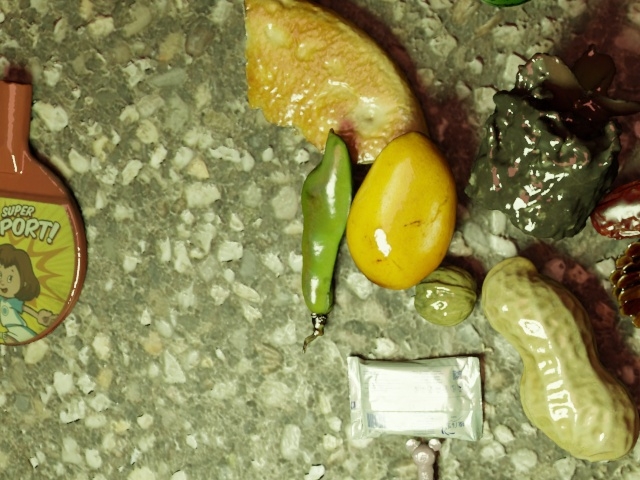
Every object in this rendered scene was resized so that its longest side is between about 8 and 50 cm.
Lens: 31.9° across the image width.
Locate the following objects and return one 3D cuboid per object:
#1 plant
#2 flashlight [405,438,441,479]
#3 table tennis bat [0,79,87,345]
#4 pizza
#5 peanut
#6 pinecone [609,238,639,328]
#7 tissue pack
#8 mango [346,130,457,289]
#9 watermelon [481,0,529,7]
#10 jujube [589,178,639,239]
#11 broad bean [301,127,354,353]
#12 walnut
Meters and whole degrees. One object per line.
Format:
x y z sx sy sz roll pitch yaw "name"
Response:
0.300 -0.124 1.422 0.178 0.204 0.234 38 114 24 "plant"
0.151 0.333 1.590 0.052 0.031 0.110 -4 99 14 "flashlight"
-0.481 -0.039 1.735 0.268 0.051 0.415 8 100 15 "table tennis bat"
0.010 -0.216 1.560 0.365 0.074 0.182 38 101 7 "pizza"
0.311 0.159 1.483 0.136 0.120 0.298 -28 84 12 "peanut"
0.440 0.058 1.422 0.140 0.121 0.140 4 133 4 "pinecone"
0.133 0.225 1.587 0.193 0.026 0.123 -2 95 17 "tissue pack"
0.112 -0.040 1.490 0.144 0.112 0.219 8 113 -9 "mango"
0.259 -0.390 1.438 0.141 0.140 0.187 46 101 8 "watermelon"
0.416 -0.043 1.459 0.129 0.077 0.077 -14 91 27 "jujube"
0.006 -0.002 1.563 0.067 0.075 0.325 -5 117 -18 "broad bean"
0.172 0.076 1.536 0.092 0.092 0.092 1 95 16 "walnut"
